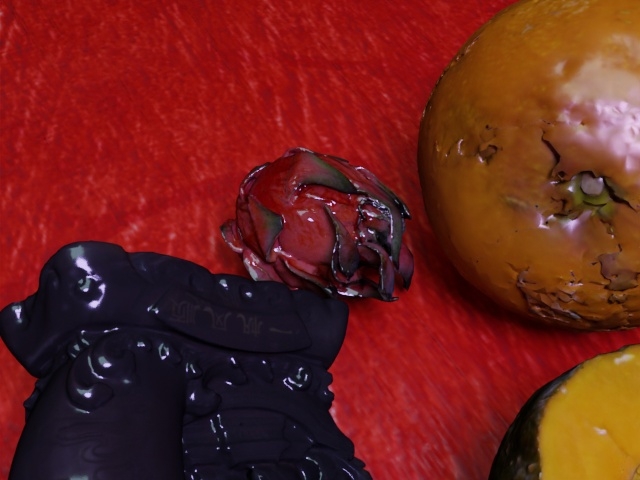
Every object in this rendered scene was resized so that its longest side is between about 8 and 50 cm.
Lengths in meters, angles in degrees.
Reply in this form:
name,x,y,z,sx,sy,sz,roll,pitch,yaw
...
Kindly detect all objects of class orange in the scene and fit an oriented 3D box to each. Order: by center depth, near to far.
name,x,y,z,sx,sy,sz,roll,pitch,yaw
orange,0.190,-0.058,0.601,0.246,0.246,0.246,0,49,0

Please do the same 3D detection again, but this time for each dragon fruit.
name,x,y,z,sx,sy,sz,roll,pitch,yaw
dragon fruit,-0.002,-0.004,0.632,0.142,0.121,0.130,8,55,10

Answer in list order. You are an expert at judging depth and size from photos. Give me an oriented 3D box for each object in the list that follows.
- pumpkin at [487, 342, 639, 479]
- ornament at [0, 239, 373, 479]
name,x,y,z,sx,sy,sz,roll,pitch,yaw
pumpkin,0.249,0.171,0.462,0.317,0.139,0.221,23,52,14
ornament,-0.064,0.150,0.473,0.251,0.106,0.260,14,53,-42
